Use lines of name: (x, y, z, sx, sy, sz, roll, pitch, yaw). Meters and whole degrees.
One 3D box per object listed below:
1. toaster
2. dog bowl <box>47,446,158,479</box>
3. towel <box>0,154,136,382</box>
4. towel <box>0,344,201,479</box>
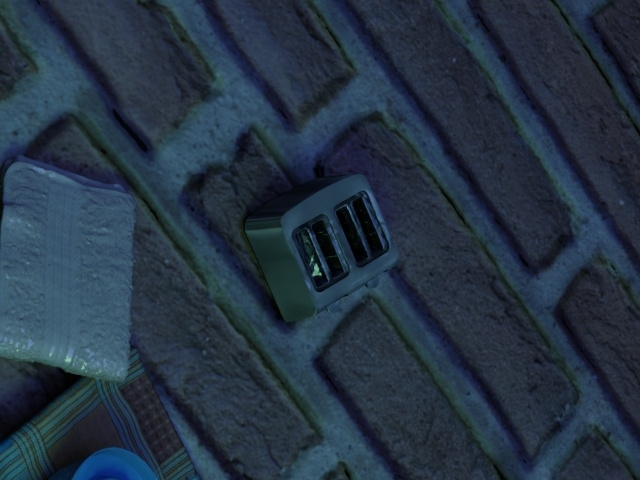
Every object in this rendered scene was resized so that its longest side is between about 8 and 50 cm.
toaster: (0.000, 0.000, 2.093, 0.168, 0.110, 0.185, -30, 103, -32)
dog bowl: (-0.289, 0.378, 1.753, 0.166, 0.074, 0.297, 53, 44, -29)
towel: (-0.315, 0.032, 1.860, 0.187, 0.049, 0.282, 17, 53, -30)
towel: (-0.289, 0.327, 1.855, 0.370, 0.040, 0.271, -42, 114, -47)
